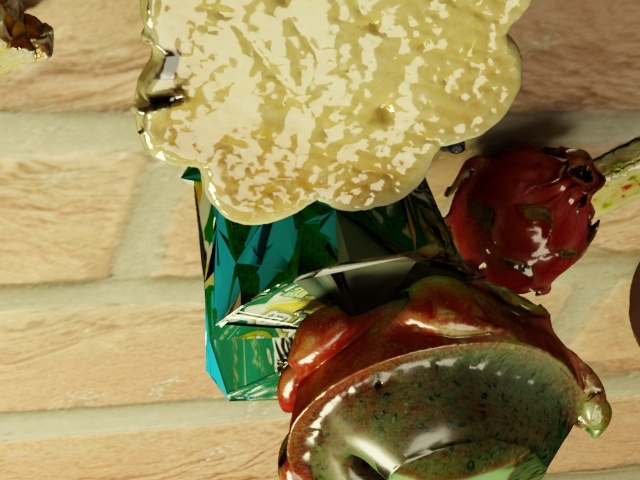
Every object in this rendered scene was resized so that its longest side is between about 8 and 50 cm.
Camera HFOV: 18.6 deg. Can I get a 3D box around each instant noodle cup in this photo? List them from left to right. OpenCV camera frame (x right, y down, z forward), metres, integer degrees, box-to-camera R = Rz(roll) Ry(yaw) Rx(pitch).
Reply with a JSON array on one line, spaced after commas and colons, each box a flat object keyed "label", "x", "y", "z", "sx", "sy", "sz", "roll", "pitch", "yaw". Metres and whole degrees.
[{"label": "instant noodle cup", "x": 0.000, "y": 0.000, "z": 1.577, "sx": 0.240, "sy": 0.178, "sz": 0.240, "roll": -13, "pitch": 152, "yaw": -7}]

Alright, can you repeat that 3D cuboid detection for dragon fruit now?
[{"label": "dragon fruit", "x": 0.088, "y": 0.134, "z": 1.549, "sx": 0.268, "sy": 0.130, "sz": 0.295, "roll": -21, "pitch": 151, "yaw": 0}, {"label": "dragon fruit", "x": 0.172, "y": -0.022, "z": 1.690, "sx": 0.166, "sy": 0.133, "sz": 0.136, "roll": -43, "pitch": -178, "yaw": 40}]

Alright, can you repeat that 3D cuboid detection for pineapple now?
[{"label": "pineapple", "x": -0.254, "y": -0.132, "z": 1.352, "sx": 0.137, "sy": 0.069, "sz": 0.116, "roll": 4, "pitch": 144, "yaw": -33}]

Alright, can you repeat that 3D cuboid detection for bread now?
[{"label": "bread", "x": 0.009, "y": -0.148, "z": 1.387, "sx": 0.316, "sy": 0.054, "sz": 0.316, "roll": -10, "pitch": 126, "yaw": -14}, {"label": "bread", "x": 0.281, "y": -0.059, "z": 1.771, "sx": 0.153, "sy": 0.028, "sz": 0.068, "roll": -25, "pitch": 150, "yaw": 18}]

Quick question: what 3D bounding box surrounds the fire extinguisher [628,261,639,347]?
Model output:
[{"label": "fire extinguisher", "x": 0.485, "y": 0.050, "z": 1.969, "sx": 0.337, "sy": 0.114, "sz": 0.135, "roll": -2, "pitch": 120, "yaw": -23}]

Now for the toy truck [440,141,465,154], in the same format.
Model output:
[{"label": "toy truck", "x": 0.104, "y": -0.107, "z": 1.597, "sx": 0.044, "sy": 0.039, "sz": 0.083, "roll": 7, "pitch": 145, "yaw": -6}]
